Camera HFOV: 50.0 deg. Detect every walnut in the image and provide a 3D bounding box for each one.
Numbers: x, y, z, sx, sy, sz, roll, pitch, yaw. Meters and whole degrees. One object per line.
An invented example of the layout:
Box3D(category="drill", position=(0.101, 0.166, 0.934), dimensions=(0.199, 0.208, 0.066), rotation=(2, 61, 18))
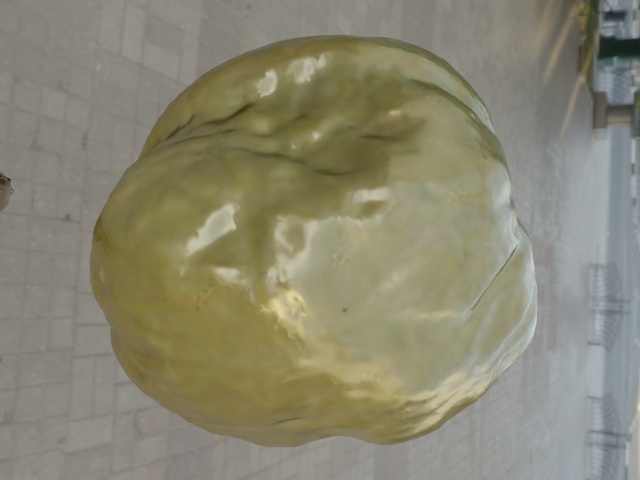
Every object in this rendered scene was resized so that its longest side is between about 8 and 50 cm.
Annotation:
Box3D(category="walnut", position=(0.000, -0.002, 0.471), dimensions=(0.253, 0.277, 0.282), rotation=(68, 23, -52))

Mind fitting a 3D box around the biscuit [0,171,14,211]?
Box3D(category="biscuit", position=(-0.415, -0.048, 0.541), dimensions=(0.318, 0.318, 0.040), rotation=(-9, 105, -63))
